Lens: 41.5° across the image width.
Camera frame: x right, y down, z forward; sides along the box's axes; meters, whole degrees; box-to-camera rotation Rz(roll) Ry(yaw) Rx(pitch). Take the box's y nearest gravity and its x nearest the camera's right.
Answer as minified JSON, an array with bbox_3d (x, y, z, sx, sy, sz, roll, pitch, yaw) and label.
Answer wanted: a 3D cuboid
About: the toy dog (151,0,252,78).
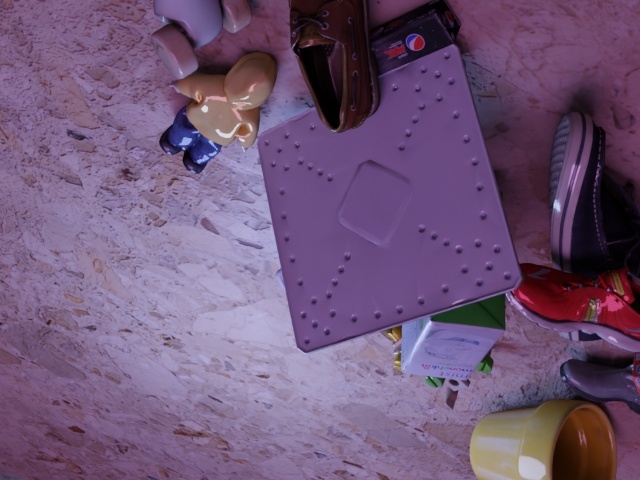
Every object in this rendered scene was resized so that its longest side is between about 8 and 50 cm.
[{"bbox_3d":[-0.227,-0.414,1.256,0.161,0.220,0.333,37,140,34],"label":"toy dog"}]

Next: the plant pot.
[{"bbox_3d":[0.463,0.462,1.808,0.239,0.254,0.254,-5,133,49],"label":"plant pot"}]

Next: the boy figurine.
[{"bbox_3d":[-0.178,-0.232,1.471,0.177,0.092,0.285,37,136,-15],"label":"boy figurine"}]

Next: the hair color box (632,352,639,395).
[{"bbox_3d":[0.603,0.206,1.519,0.053,0.167,0.093,-10,128,32],"label":"hair color box"}]

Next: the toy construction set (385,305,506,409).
[{"bbox_3d":[0.230,0.223,1.651,0.258,0.237,0.308,-5,132,28],"label":"toy construction set"}]

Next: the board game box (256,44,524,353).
[{"bbox_3d":[0.095,-0.056,1.326,0.390,0.389,0.050,-21,162,30],"label":"board game box"}]

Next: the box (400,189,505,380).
[{"bbox_3d":[0.219,0.074,1.439,0.127,0.261,0.231,7,149,-2],"label":"box"}]

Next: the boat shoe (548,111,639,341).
[{"bbox_3d":[0.449,-0.010,1.362,0.156,0.186,0.500,-2,138,19],"label":"boat shoe"}]

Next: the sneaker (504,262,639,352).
[{"bbox_3d":[0.411,0.076,1.272,0.279,0.107,0.118,15,140,-12],"label":"sneaker"}]

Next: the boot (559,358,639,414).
[{"bbox_3d":[0.609,0.252,1.644,0.247,0.083,0.161,20,133,-6],"label":"boot"}]

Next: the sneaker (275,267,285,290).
[{"bbox_3d":[0.000,0.000,1.568,0.210,0.137,0.365,-6,111,46],"label":"sneaker"}]

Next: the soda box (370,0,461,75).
[{"bbox_3d":[0.125,-0.304,1.287,0.169,0.053,0.060,-16,125,37],"label":"soda box"}]

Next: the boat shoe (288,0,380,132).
[{"bbox_3d":[0.011,-0.310,1.239,0.111,0.104,0.307,-9,110,34],"label":"boat shoe"}]
